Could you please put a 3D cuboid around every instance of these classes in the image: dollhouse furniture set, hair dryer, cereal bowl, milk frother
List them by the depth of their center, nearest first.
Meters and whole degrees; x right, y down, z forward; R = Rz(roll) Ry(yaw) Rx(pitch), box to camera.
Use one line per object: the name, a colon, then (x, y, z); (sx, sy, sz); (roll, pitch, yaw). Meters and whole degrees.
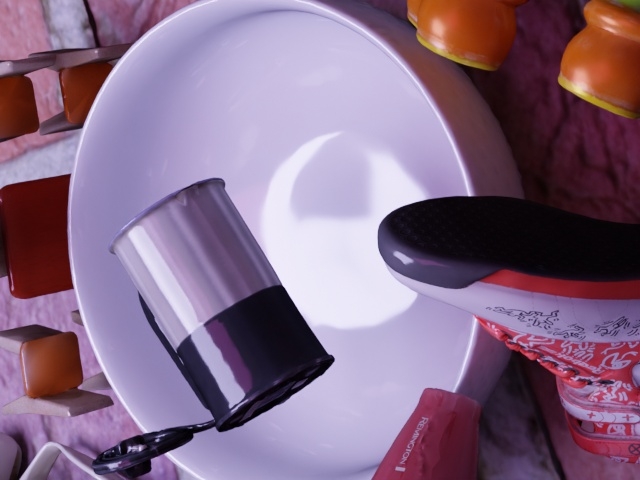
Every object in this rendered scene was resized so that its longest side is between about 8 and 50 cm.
hair dryer: (-0.017, 0.193, 1.039); (0.293, 0.080, 0.223); (-39, 59, 8)
milk frother: (-0.092, 0.058, 1.082); (0.129, 0.143, 0.135); (-43, 74, 42)
cereal bowl: (0.000, 0.000, 1.181); (0.339, 0.141, 0.339); (7, 102, 37)
dollhouse furniture set: (-0.206, -0.001, 1.264); (0.135, 0.259, 0.262); (-1, 99, 47)

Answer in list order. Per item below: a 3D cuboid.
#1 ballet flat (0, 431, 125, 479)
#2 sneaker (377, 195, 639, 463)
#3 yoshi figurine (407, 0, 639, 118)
ballet flat: (-0.249, 0.211, 1.437); (0.348, 0.123, 0.123); (9, 104, 36)
sneaker: (0.147, 0.059, 1.019); (0.090, 0.270, 0.145); (-120, 39, -53)
yoshi figurine: (0.178, -0.266, 0.989); (0.203, 0.203, 0.362); (39, 117, 46)
